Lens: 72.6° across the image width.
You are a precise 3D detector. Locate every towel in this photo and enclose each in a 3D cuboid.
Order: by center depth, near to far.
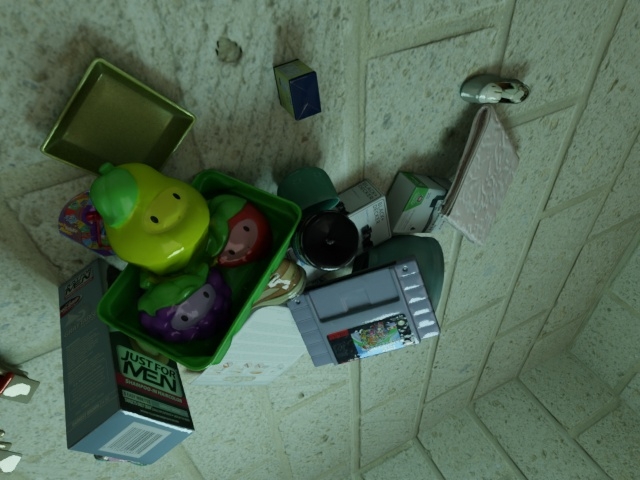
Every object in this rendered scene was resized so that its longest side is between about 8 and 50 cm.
[{"bbox_3d":[0.458,-0.167,1.241,0.331,0.053,0.317,24,90,-53],"label":"towel"}]

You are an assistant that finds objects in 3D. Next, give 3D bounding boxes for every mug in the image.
[{"bbox_3d":[-0.045,-0.103,1.001,0.157,0.097,0.129,-27,171,21],"label":"mug"}]

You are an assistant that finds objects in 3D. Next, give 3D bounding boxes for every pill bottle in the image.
[{"bbox_3d":[0.000,0.000,0.946,0.122,0.219,0.123,0,90,-11],"label":"pill bottle"}]

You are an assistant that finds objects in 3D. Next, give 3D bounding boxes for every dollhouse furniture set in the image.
[{"bbox_3d":[-0.725,0.379,0.889,0.135,0.262,0.259,47,60,-46],"label":"dollhouse furniture set"}]

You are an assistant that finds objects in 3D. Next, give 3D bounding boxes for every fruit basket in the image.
[{"bbox_3d":[-0.234,0.015,0.799,0.392,0.282,0.392,-60,165,-28],"label":"fruit basket"}]

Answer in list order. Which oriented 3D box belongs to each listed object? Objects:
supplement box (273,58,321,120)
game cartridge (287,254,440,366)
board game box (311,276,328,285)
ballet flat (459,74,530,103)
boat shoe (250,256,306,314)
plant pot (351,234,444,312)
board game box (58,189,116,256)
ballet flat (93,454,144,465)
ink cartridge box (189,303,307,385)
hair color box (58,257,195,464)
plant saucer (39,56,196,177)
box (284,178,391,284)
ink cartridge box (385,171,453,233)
[{"bbox_3d":[-0.045,-0.294,0.850,0.056,0.083,0.083,-24,137,-14],"label":"supplement box"},{"bbox_3d":[0.111,0.195,1.139,0.354,0.068,0.230,-19,101,13],"label":"game cartridge"},{"bbox_3d":[0.028,0.153,1.286,0.026,0.103,0.154,-45,137,8],"label":"board game box"},{"bbox_3d":[0.458,-0.385,1.124,0.213,0.068,0.072,-11,132,-26],"label":"ballet flat"},{"bbox_3d":[-0.196,0.116,1.060,0.323,0.123,0.120,-26,134,12],"label":"boat shoe"},{"bbox_3d":[0.200,0.110,1.264,0.196,0.293,0.293,14,122,-10],"label":"plant pot"},{"bbox_3d":[-0.427,-0.023,0.871,0.133,0.033,0.169,-40,138,3],"label":"board game box"},{"bbox_3d":[-0.583,0.640,1.338,0.079,0.076,0.221,-56,138,-8],"label":"ballet flat"},{"bbox_3d":[-0.173,0.298,1.310,0.308,0.091,0.385,19,123,-44],"label":"ink cartridge box"},{"bbox_3d":[-0.391,0.225,0.860,0.113,0.374,0.185,-38,138,1],"label":"hair color box"},{"bbox_3d":[-0.348,-0.196,0.761,0.188,0.045,0.188,-50,137,14],"label":"plant saucer"},{"bbox_3d":[0.038,-0.019,1.151,0.289,0.087,0.169,-28,138,-10],"label":"box"},{"bbox_3d":[0.287,-0.103,1.245,0.208,0.087,0.153,0,127,-36],"label":"ink cartridge box"}]
